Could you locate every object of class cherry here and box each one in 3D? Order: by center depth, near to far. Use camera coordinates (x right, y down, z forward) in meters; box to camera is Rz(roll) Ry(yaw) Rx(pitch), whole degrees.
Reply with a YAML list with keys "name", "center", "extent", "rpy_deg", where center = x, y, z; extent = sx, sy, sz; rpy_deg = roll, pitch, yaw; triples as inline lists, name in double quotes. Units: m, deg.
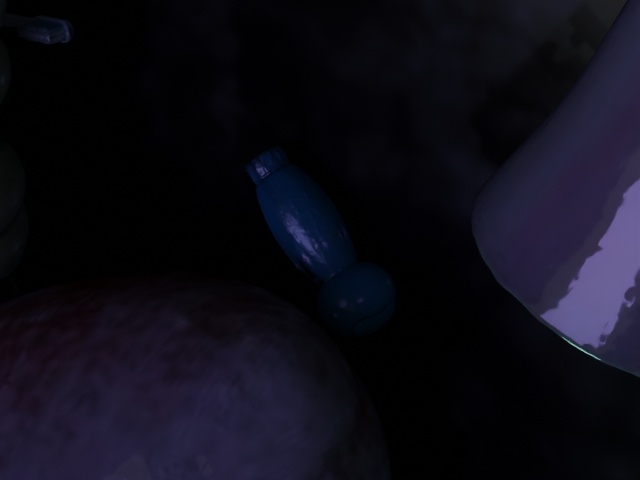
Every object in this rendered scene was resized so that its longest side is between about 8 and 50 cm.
- name: "cherry"
  center: [-0.110, 0.183, 1.188]
  extent: [0.335, 0.291, 0.326]
  rpy_deg: [-9, 88, 26]

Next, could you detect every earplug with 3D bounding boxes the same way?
- name: "earplug"
  center: [0.209, -0.096, 0.899]
  extent: [0.172, 0.172, 0.301]
  rpy_deg: [37, 123, 18]

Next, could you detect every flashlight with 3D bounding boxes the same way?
- name: "flashlight"
  center: [0.000, 0.000, 1.175]
  extent: [0.051, 0.051, 0.129]
  rpy_deg: [-37, 82, 43]

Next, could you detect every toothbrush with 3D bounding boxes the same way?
- name: "toothbrush"
  center: [-0.267, -0.157, 1.326]
  extent: [0.263, 0.026, 0.022]
  rpy_deg: [13, 118, 37]

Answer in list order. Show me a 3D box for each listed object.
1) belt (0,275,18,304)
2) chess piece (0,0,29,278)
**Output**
- name: "belt"
  center: [-0.322, 0.062, 1.398]
  extent: [0.230, 0.139, 0.126]
  rpy_deg: [-1, 113, 29]
- name: "chess piece"
  center: [-0.254, -0.093, 1.253]
  extent: [0.133, 0.133, 0.243]
  rpy_deg: [29, 133, 25]
